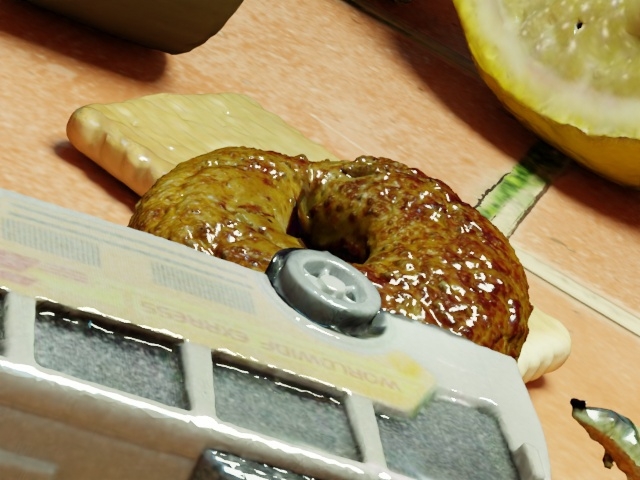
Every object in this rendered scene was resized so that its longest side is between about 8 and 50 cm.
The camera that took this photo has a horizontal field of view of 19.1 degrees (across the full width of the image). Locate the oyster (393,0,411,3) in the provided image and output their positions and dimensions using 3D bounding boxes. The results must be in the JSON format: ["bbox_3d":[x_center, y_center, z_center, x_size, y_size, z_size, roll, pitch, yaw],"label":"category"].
[{"bbox_3d":[0.039,-0.259,1.511,0.238,0.114,0.351,23,15,12],"label":"oyster"}]

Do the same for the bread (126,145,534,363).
[{"bbox_3d":[0.005,0.016,0.833,0.193,0.064,0.193,11,36,-8],"label":"bread"}]

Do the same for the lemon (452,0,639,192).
[{"bbox_3d":[0.281,-0.194,1.352,0.364,0.364,0.364,24,21,-10],"label":"lemon"}]

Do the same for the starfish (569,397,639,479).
[{"bbox_3d":[0.296,0.167,0.843,0.347,0.078,0.358,16,11,-45],"label":"starfish"}]

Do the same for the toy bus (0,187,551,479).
[{"bbox_3d":[-0.081,0.050,0.650,0.342,0.097,0.138,19,25,-20],"label":"toy bus"}]

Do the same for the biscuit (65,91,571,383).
[{"bbox_3d":[0.000,0.001,0.957,0.250,0.030,0.160,37,24,21],"label":"biscuit"}]

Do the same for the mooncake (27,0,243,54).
[{"bbox_3d":[-0.094,-0.259,1.093,0.155,0.284,0.284,21,22,-22],"label":"mooncake"}]
